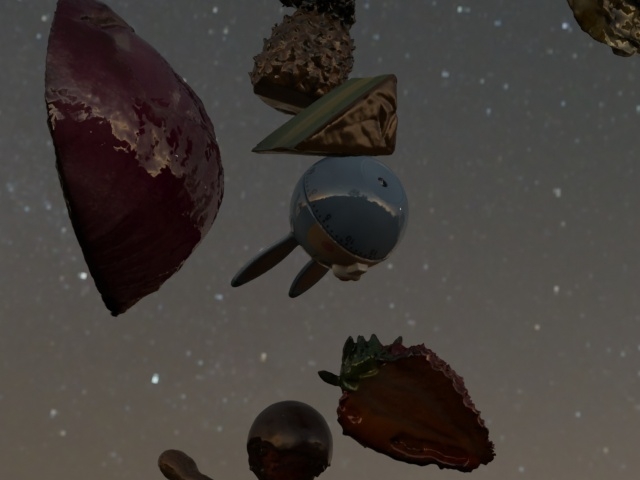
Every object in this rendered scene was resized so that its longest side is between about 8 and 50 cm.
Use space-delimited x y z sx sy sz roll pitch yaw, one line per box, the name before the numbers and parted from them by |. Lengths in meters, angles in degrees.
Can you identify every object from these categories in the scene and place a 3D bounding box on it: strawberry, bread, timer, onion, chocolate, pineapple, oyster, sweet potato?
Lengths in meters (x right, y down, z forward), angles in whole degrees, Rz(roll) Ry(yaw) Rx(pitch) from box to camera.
strawberry | 0.098 0.170 1.259 0.192 0.140 0.085 2 18 15
bread | 0.004 -0.126 1.150 0.139 0.084 0.074 -2 4 -40
timer | 0.014 0.004 1.536 0.175 0.175 0.255 22 -73 -26
onion | -0.141 -0.087 0.945 0.111 0.250 0.247 -7 -53 4
chocolate | -0.036 0.289 1.630 0.124 0.127 0.133 4 -13 -44
pineapple | 0.002 -0.377 1.830 0.166 0.364 0.165 15 -15 4
oyster | 0.233 -0.228 0.953 0.214 0.223 0.083 43 -59 -1
sweet potato | -0.196 0.374 1.809 0.050 0.050 0.214 32 -9 -39

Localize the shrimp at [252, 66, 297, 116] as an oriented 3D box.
shrimp | -0.020 -0.277 1.945 0.185 0.287 0.068 -21 -49 -10
